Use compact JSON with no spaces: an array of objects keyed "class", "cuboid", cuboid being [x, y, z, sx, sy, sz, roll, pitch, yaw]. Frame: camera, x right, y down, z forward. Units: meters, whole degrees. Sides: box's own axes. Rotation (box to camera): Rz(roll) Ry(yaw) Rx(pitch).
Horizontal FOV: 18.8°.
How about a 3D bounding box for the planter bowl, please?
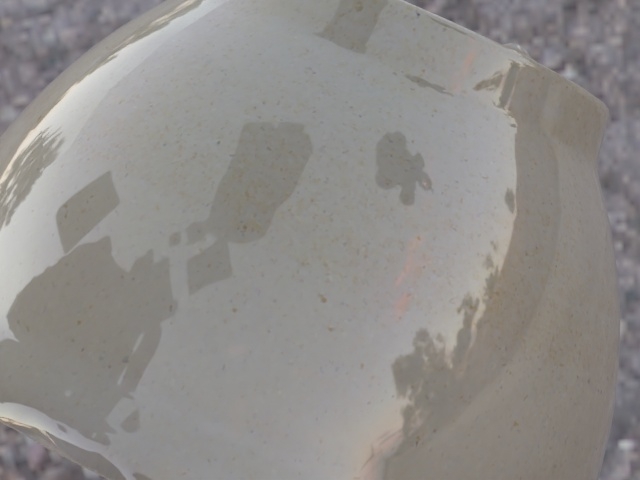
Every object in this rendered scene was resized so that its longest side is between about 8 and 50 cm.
[{"class":"planter bowl","cuboid":[0.000,0.000,0.433,0.162,0.162,0.109,24,91,37]}]
